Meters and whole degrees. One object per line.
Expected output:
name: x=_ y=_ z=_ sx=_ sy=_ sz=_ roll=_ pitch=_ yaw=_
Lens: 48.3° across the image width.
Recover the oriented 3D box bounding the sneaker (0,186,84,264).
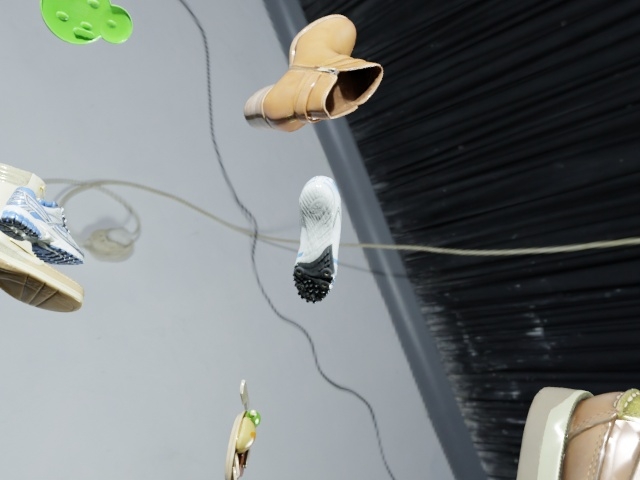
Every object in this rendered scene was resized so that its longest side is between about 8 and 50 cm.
sneaker: x=-0.306 y=-0.015 z=0.810 sx=0.135 sy=0.052 sz=0.058 roll=64 pitch=30 yaw=-60

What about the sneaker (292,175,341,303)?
sneaker: x=0.000 y=0.000 z=1.288 sx=0.086 sy=0.085 sz=0.237 roll=-41 pitch=138 yaw=-64

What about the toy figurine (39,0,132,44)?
toy figurine: x=-0.470 y=-0.438 z=1.390 sx=0.173 sy=0.159 sz=0.130 roll=15 pitch=93 yaw=-34

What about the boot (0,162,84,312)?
boot: x=-0.502 y=-0.008 z=1.229 sx=0.262 sy=0.095 sz=0.203 roll=31 pitch=44 yaw=-21

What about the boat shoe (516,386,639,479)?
boat shoe: x=0.153 y=0.230 z=0.367 sx=0.110 sy=0.104 sz=0.307 roll=25 pitch=68 yaw=-48

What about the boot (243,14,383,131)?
boot: x=0.017 y=-0.191 z=0.804 sx=0.073 sy=0.152 sz=0.197 roll=49 pitch=66 yaw=-30

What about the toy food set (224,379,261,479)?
toy food set: x=-0.122 y=0.332 z=1.132 sx=0.038 sy=0.132 sz=0.192 roll=8 pitch=60 yaw=4
